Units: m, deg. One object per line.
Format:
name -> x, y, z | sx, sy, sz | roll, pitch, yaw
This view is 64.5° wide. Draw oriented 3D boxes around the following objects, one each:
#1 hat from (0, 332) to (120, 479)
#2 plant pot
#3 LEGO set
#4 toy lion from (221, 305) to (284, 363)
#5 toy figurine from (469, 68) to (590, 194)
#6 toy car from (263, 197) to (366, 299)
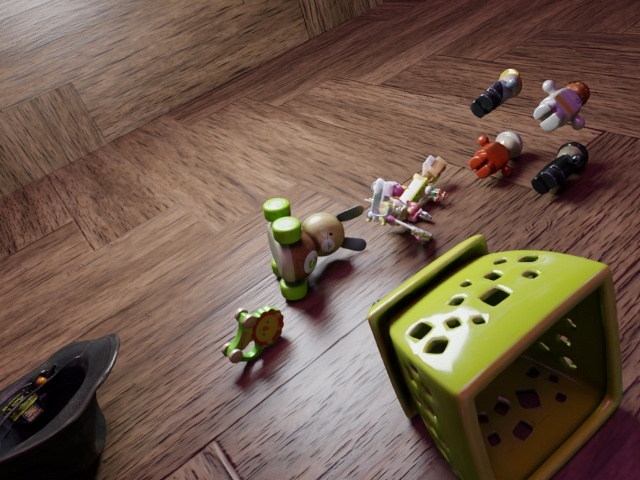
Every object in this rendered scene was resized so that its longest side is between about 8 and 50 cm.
hat -> -0.411, 0.287, 0.771 | 0.331, 0.134, 0.331 | -26, 19, 10
plant pot -> 0.196, 0.138, 0.614 | 0.227, 0.228, 0.207 | -33, 32, -17
LEGO set -> 0.194, -0.072, 0.990 | 0.107, 0.132, 0.287 | 28, 31, 26
toy lion -> -0.106, 0.157, 0.851 | 0.034, 0.096, 0.100 | 26, 95, 45
toy figurine -> 0.409, -0.216, 0.987 | 0.148, 0.209, 0.213 | -35, 39, -30
toy car -> 0.000, 0.000, 0.958 | 0.188, 0.155, 0.149 | -13, 34, -12
